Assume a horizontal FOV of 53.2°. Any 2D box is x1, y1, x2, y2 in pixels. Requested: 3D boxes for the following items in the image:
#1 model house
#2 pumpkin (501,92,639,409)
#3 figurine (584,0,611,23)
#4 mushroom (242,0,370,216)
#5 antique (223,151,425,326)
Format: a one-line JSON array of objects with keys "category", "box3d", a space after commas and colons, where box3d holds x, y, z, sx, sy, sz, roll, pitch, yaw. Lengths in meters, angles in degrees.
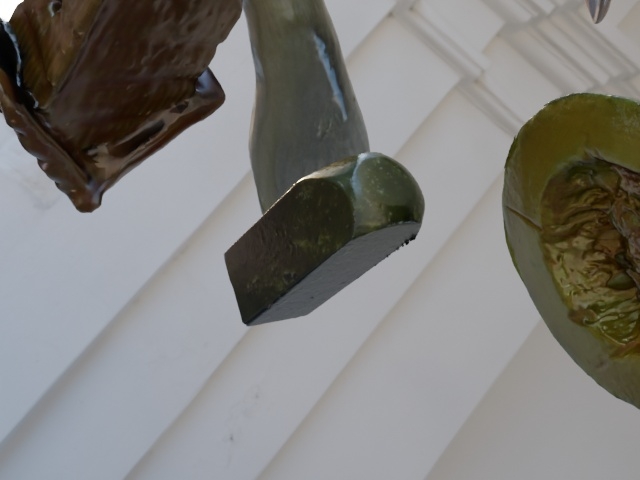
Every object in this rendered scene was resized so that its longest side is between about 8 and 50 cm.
[{"category": "model house", "box3d": [-0.169, -0.166, 0.483, 0.220, 0.229, 0.199, -4, 50, -54]}, {"category": "pumpkin", "box3d": [0.226, -0.002, 0.420, 0.217, 0.110, 0.217, 163, -90, -80]}, {"category": "figurine", "box3d": [0.262, -0.300, 0.637, 0.125, 0.125, 0.138, 33, -5, 27]}, {"category": "mushroom", "box3d": [-0.027, -0.169, 0.713, 0.122, 0.159, 0.328, 16, -41, 29]}, {"category": "antique", "box3d": [0.000, 0.000, 0.576, 0.221, 0.081, 0.080, -40, -117, 47]}]
